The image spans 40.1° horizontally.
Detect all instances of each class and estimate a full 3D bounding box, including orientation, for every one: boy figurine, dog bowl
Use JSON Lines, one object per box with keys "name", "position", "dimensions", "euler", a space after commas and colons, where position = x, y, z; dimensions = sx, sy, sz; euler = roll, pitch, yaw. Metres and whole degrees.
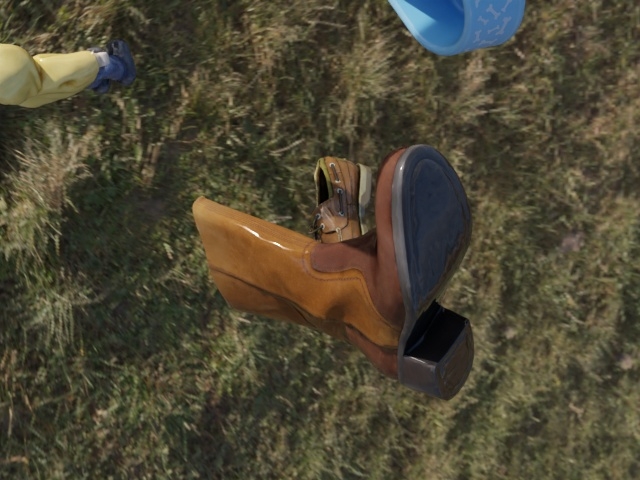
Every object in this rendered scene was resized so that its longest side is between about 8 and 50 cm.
{"name": "boy figurine", "position": [-0.418, -0.257, 1.350], "dimensions": [0.285, 0.177, 0.092], "euler": [-23, 101, -59]}
{"name": "dog bowl", "position": [0.116, -0.346, 1.027], "dimensions": [0.074, 0.166, 0.297], "euler": [-30, 82, -21]}

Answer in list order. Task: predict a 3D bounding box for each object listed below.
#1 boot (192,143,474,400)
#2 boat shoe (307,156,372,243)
{"name": "boot", "position": [0.000, 0.000, 0.793], "dimensions": [0.096, 0.280, 0.264], "euler": [-49, 142, -27]}
{"name": "boat shoe", "position": [0.025, -0.022, 1.599], "dimensions": [0.104, 0.111, 0.307], "euler": [17, 48, -16]}
